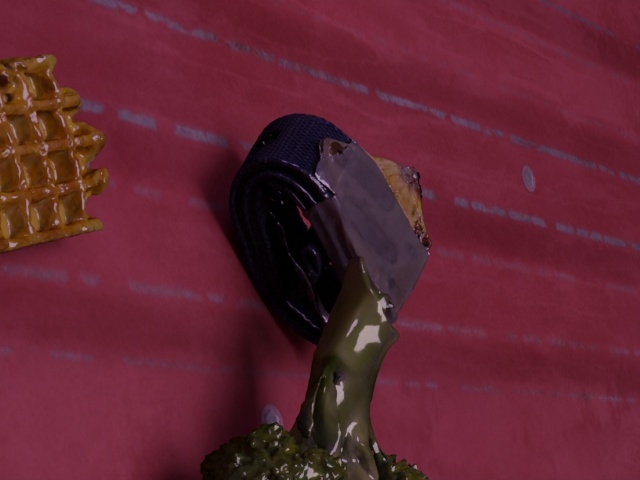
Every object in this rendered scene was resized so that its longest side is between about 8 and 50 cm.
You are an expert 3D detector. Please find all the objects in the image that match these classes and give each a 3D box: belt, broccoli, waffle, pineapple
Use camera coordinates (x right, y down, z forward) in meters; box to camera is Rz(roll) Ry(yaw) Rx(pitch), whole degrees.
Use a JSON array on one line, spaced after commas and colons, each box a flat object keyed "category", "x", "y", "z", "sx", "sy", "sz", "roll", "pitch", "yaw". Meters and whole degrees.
[{"category": "belt", "x": 0.000, "y": 0.000, "z": 1.786, "sx": 0.230, "sy": 0.139, "sz": 0.126, "roll": 63, "pitch": 32, "yaw": -24}, {"category": "broccoli", "x": 0.035, "y": 0.210, "z": 1.659, "sx": 0.302, "sy": 0.186, "sz": 0.254, "roll": -45, "pitch": 134, "yaw": -31}, {"category": "waffle", "x": -0.245, "y": -0.073, "z": 1.498, "sx": 0.211, "sy": 0.055, "sz": 0.160, "roll": -18, "pitch": 93, "yaw": -59}, {"category": "pineapple", "x": 0.068, "y": -0.049, "z": 1.991, "sx": 0.137, "sy": 0.069, "sz": 0.116, "roll": 61, "pitch": 34, "yaw": -19}]
